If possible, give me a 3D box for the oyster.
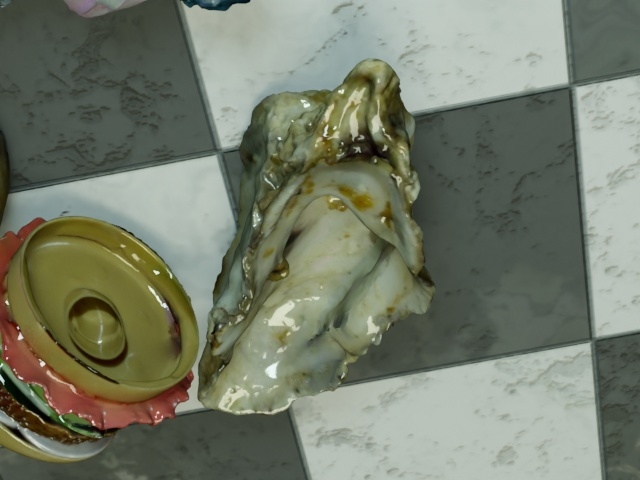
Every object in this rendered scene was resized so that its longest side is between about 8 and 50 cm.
[{"bbox_3d":[-0.003,-0.003,1.057,0.166,0.110,0.341,3,132,-1],"label":"oyster"}]

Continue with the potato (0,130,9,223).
[{"bbox_3d":[-0.262,-0.050,0.988,0.100,0.120,0.261,-17,130,0],"label":"potato"}]

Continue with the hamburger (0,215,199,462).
[{"bbox_3d":[-0.183,0.075,1.071,0.175,0.175,0.137,32,127,-28],"label":"hamburger"}]

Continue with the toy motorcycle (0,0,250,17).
[{"bbox_3d":[-0.111,-0.208,0.879,0.204,0.108,0.239,20,148,-16],"label":"toy motorcycle"}]
